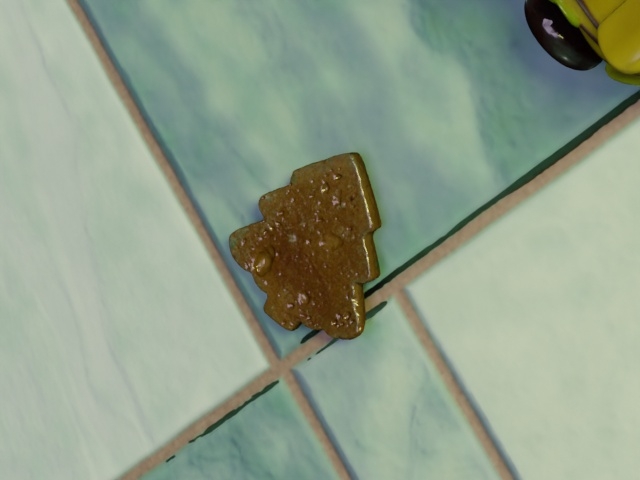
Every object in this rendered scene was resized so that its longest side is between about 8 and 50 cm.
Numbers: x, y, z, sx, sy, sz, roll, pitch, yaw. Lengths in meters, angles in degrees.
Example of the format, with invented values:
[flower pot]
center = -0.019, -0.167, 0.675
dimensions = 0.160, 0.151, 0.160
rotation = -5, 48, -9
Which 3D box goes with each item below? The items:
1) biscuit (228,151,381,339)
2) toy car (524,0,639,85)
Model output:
[biscuit]
center = 0.000, 0.000, 1.166
dimensions = 0.119, 0.019, 0.130
rotation = 37, 115, 24
[toy car]
center = 0.155, -0.199, 0.967
dimensions = 0.200, 0.142, 0.248
rotation = -44, 74, 28
